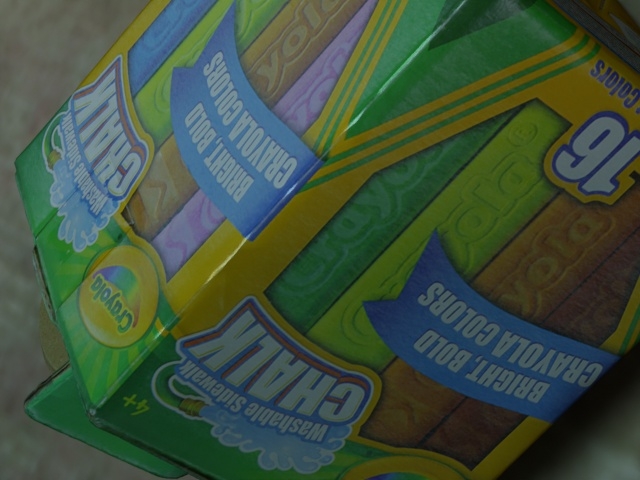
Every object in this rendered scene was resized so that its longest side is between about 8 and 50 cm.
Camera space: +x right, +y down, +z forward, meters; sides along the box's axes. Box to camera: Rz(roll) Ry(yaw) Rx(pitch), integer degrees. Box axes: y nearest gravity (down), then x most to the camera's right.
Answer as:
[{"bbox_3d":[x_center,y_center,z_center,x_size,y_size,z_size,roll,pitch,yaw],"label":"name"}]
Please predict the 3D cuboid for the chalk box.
[{"bbox_3d":[0.000,0.000,0.540,0.213,0.132,0.132,-48,37,16],"label":"chalk box"}]

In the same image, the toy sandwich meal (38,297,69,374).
[{"bbox_3d":[-0.074,0.027,0.679,0.085,0.029,0.085,-20,57,34],"label":"toy sandwich meal"}]
